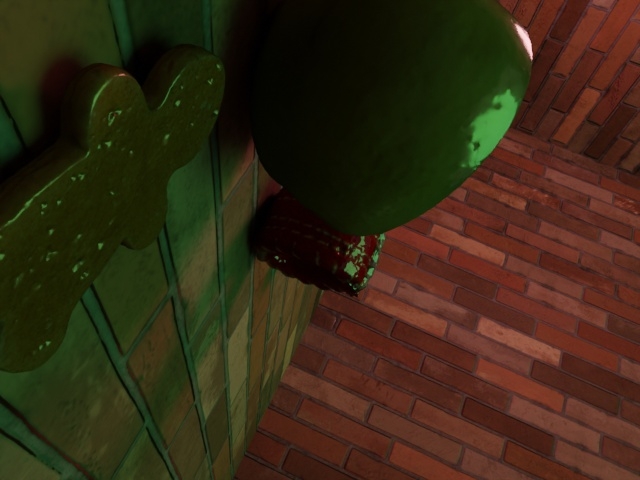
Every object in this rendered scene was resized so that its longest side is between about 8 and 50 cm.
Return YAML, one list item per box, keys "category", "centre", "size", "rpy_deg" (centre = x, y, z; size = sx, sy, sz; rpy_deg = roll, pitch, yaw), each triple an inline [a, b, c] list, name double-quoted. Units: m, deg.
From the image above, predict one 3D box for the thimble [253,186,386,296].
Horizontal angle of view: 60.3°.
- category: "thimble"
  centre: [-0.007, -0.003, 0.862]
  size: [0.163, 0.189, 0.125]
  rpy_deg: [48, 60, -55]

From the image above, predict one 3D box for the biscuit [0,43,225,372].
- category: "biscuit"
  centre: [-0.141, -0.037, 0.353]
  size: [0.250, 0.036, 0.165]
  rpy_deg: [-59, 171, -28]

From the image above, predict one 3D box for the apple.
- category: "apple"
  centre: [0.046, -0.155, 0.575]
  size: [0.258, 0.233, 0.295]
  rpy_deg: [-54, -174, 12]
